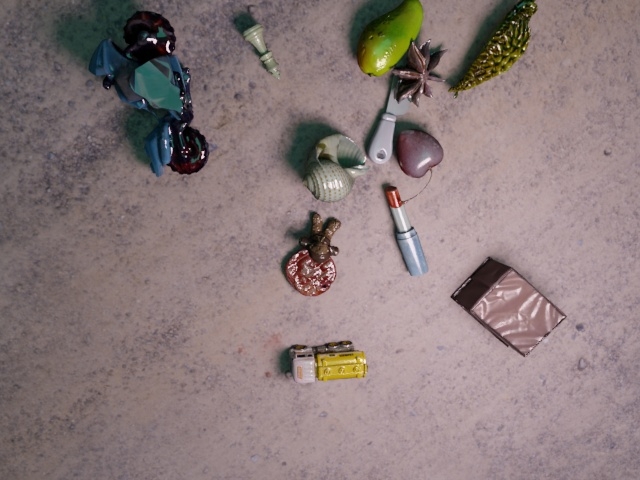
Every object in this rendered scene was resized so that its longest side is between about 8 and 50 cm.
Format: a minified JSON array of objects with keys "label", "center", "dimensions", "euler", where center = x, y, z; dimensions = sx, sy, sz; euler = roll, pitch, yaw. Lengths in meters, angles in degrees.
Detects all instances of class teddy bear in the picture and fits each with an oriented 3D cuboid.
[{"label":"teddy bear","center":[-0.002,0.004,1.529],"dimensions":[0.119,0.160,0.078],"euler":[19,136,-7]}]

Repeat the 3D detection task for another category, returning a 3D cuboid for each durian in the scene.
[{"label":"durian","center":[0.499,-0.527,1.475],"dimensions":[0.106,0.132,0.375],"euler":[41,100,0]}]

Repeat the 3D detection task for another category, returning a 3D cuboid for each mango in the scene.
[{"label":"mango","center":[0.182,-0.545,1.442],"dimensions":[0.125,0.111,0.233],"euler":[33,97,-17]}]

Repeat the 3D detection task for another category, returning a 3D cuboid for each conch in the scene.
[{"label":"conch","center":[0.030,-0.189,1.486],"dimensions":[0.200,0.131,0.172],"euler":[-13,78,-43]}]

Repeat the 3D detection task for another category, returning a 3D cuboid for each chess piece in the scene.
[{"label":"chess piece","center":[-0.150,-0.497,1.443],"dimensions":[0.059,0.059,0.149],"euler":[-29,108,0]}]

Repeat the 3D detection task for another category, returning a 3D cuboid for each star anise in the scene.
[{"label":"star anise","center":[0.262,-0.460,1.474],"dimensions":[0.180,0.061,0.205],"euler":[25,96,-45]}]

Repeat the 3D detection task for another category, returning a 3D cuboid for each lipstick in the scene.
[{"label":"lipstick","center":[0.246,-0.029,1.571],"dimensions":[0.061,0.068,0.274],"euler":[-22,104,-5]}]

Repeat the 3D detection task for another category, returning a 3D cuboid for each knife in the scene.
[{"label":"knife","center":[0.211,-0.375,1.519],"dimensions":[0.080,0.044,0.332],"euler":[16,95,-17]}]

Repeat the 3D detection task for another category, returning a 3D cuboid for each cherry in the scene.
[{"label":"cherry","center":[0.249,-0.225,1.513],"dimensions":[0.188,0.115,0.148],"euler":[-38,122,7]}]

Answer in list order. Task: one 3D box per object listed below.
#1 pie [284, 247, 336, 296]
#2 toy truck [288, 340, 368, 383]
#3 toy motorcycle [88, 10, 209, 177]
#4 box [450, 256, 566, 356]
[{"label":"pie","center":[-0.028,0.091,1.581],"dimensions":[0.153,0.038,0.154],"euler":[-1,99,-5]},{"label":"toy truck","center":[0.022,0.364,1.600],"dimensions":[0.226,0.114,0.098],"euler":[-3,102,-6]},{"label":"toy motorcycle","center":[-0.441,-0.361,1.391],"dimensions":[0.232,0.172,0.416],"euler":[-14,111,3]},{"label":"box","center":[0.560,0.200,1.612],"dimensions":[0.252,0.153,0.188],"euler":[42,93,-11]}]
